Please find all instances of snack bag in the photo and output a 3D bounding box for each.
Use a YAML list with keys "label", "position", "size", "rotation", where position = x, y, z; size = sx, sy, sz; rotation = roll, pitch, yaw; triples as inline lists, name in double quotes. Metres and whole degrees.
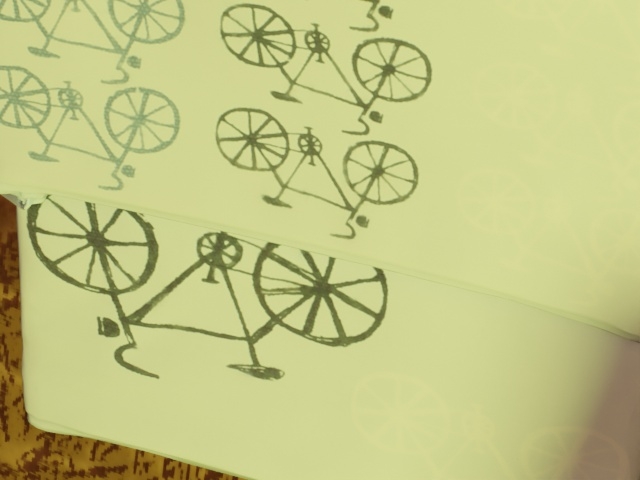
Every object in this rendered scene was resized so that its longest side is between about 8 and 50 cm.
- label: "snack bag"
  position: [0.000, 0.000, 0.732]
  size: [0.323, 0.037, 0.342]
  rotation: [14, 128, 10]
